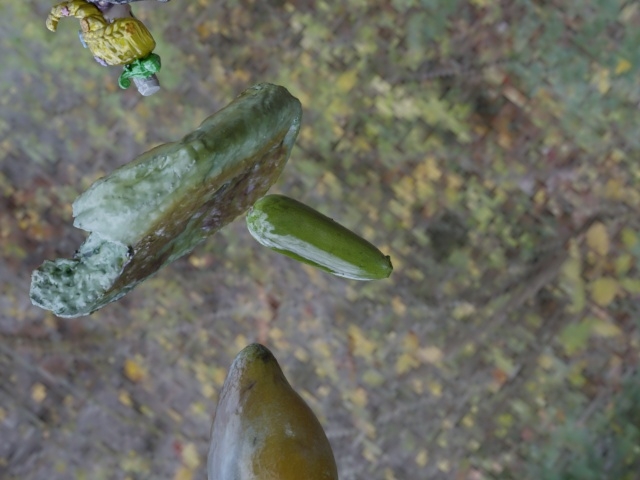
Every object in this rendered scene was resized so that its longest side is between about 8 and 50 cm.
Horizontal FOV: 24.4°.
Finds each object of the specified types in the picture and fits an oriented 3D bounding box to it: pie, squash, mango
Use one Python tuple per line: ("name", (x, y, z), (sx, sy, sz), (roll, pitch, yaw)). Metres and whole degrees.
("pie", (-0.130, -0.037, 1.346), (0.067, 0.302, 0.302), (47, 173, 7))
("squash", (0.000, 0.000, 1.742), (0.201, 0.066, 0.066), (23, 179, -26))
("mango", (-0.073, 0.279, 1.939), (0.146, 0.193, 0.316), (11, -136, -34))

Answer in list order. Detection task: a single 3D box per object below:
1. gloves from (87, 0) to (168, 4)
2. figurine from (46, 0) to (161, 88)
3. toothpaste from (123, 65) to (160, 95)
("gloves", (-0.114, -0.246, 1.096), (0.203, 0.124, 0.164), (-12, 138, 22))
("figurine", (-0.284, -0.269, 1.947), (0.156, 0.115, 0.095), (59, -173, -19))
("toothpaste", (-0.299, -0.342, 2.103), (0.075, 0.048, 0.301), (-38, 73, 50))
